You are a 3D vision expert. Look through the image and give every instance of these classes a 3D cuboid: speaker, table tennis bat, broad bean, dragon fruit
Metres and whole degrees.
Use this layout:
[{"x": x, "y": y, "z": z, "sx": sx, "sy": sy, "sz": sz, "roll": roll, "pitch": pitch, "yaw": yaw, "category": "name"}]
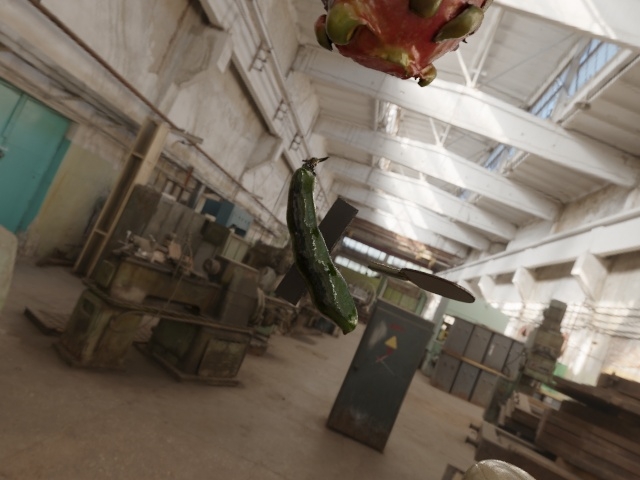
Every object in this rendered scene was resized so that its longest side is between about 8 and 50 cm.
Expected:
[{"x": -0.008, "y": 0.018, "z": 0.775, "sx": 0.046, "sy": 0.191, "sz": 0.040, "roll": 34, "pitch": -2, "yaw": -1, "category": "speaker"}, {"x": 0.230, "y": 0.093, "z": 1.079, "sx": 0.274, "sy": 0.021, "sz": 0.154, "roll": 16, "pitch": -15, "yaw": 39, "category": "table tennis bat"}, {"x": -0.005, "y": 0.001, "z": 0.531, "sx": 0.069, "sy": 0.226, "sz": 0.039, "roll": -21, "pitch": -24, "yaw": 24, "category": "broad bean"}, {"x": 0.106, "y": -0.350, "z": 0.566, "sx": 0.228, "sy": 0.307, "sz": 0.243, "roll": 21, "pitch": -38, "yaw": -34, "category": "dragon fruit"}]

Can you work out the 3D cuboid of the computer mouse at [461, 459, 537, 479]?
[{"x": 0.196, "y": 0.284, "z": 0.378, "sx": 0.236, "sy": 0.082, "sz": 0.145, "roll": 58, "pitch": 1, "yaw": -17, "category": "computer mouse"}]
